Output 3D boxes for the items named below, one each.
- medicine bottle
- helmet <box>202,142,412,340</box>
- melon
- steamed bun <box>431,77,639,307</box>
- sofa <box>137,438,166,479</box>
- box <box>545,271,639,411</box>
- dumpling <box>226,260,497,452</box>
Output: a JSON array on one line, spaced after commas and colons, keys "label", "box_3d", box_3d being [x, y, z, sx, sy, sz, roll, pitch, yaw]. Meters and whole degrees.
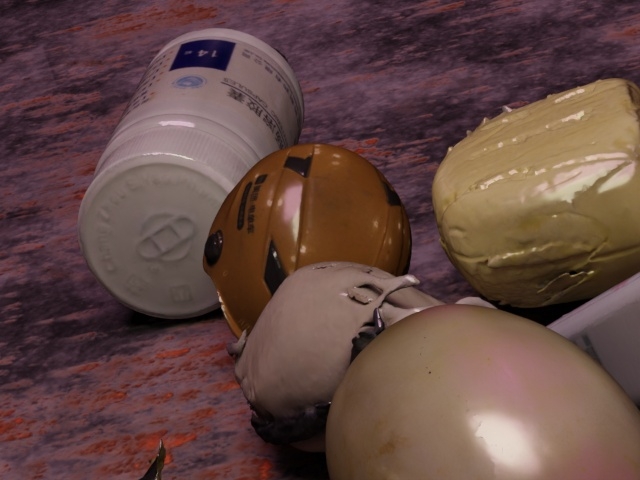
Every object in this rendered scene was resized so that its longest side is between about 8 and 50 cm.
[{"label": "medicine bottle", "box_3d": [-0.131, -0.075, 2.055, 0.190, 0.190, 0.332, -8, 28, 13]}, {"label": "helmet", "box_3d": [0.000, 0.000, 1.814, 0.198, 0.130, 0.224, 17, 52, -12]}, {"label": "melon", "box_3d": [0.125, 0.167, 1.421, 0.223, 0.223, 0.317, -22, 24, -13]}, {"label": "steamed bun", "box_3d": [0.227, -0.031, 1.822, 0.232, 0.166, 0.273, -23, 20, 11]}, {"label": "sofa", "box_3d": [-0.179, 0.292, 1.394, 0.258, 0.200, 0.182, -17, 38, -5]}, {"label": "box", "box_3d": [0.298, 0.057, 1.459, 0.190, 0.112, 0.370, -23, -6, -16]}, {"label": "dumpling", "box_3d": [0.047, 0.112, 1.661, 0.293, 0.204, 0.163, -21, 44, 49]}]
